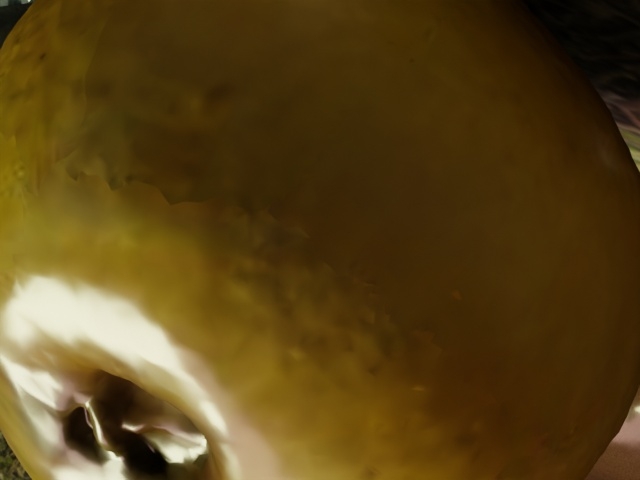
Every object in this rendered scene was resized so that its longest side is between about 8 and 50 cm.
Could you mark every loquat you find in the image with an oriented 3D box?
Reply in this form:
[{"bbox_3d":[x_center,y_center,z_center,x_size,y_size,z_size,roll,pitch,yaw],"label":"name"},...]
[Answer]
[{"bbox_3d":[0.000,0.000,0.700,0.275,0.274,0.275,27,172,4],"label":"loquat"}]

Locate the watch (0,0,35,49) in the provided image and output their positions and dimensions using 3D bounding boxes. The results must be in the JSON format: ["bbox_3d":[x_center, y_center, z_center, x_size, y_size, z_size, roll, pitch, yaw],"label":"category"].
[{"bbox_3d":[-0.191,-0.113,0.975,0.206,0.068,0.193,9,-159,34],"label":"watch"}]

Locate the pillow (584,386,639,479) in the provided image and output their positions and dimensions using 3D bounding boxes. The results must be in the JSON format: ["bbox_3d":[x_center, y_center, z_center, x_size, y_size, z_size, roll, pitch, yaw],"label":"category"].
[{"bbox_3d":[0.213,0.133,1.318,0.308,0.108,0.305,18,163,36],"label":"pillow"}]
